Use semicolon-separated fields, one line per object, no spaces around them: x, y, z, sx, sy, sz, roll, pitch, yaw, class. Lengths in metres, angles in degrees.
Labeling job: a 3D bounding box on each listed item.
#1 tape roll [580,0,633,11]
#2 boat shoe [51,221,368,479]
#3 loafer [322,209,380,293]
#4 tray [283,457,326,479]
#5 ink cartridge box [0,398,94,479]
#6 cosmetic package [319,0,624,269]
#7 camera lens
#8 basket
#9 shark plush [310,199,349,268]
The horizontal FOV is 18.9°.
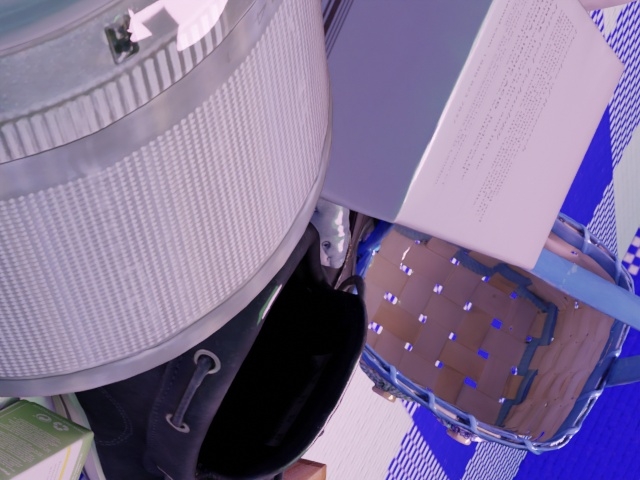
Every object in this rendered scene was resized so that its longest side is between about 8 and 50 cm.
0.144;-0.266;1.123;0.246;0.246;0.169;-66;168;3;tape roll
-0.058;0.081;1.183;0.186;0.156;0.500;-62;166;-17;boat shoe
0.000;0.000;1.432;0.061;0.062;0.170;70;37;-57;loafer
-0.082;0.395;1.558;0.203;0.076;0.410;-27;124;-65;tray
-0.217;0.190;1.015;0.171;0.056;0.235;-69;166;15;ink cartridge box
0.025;-0.100;1.067;0.156;0.217;0.385;-66;166;4;cosmetic package
-0.110;-0.090;0.626;0.219;0.219;0.274;-58;163;-23;camera lens
0.144;0.054;1.540;0.201;0.255;0.289;-64;-172;-22;basket
0.012;-0.065;1.342;0.161;0.067;0.073;-67;164;7;shark plush
